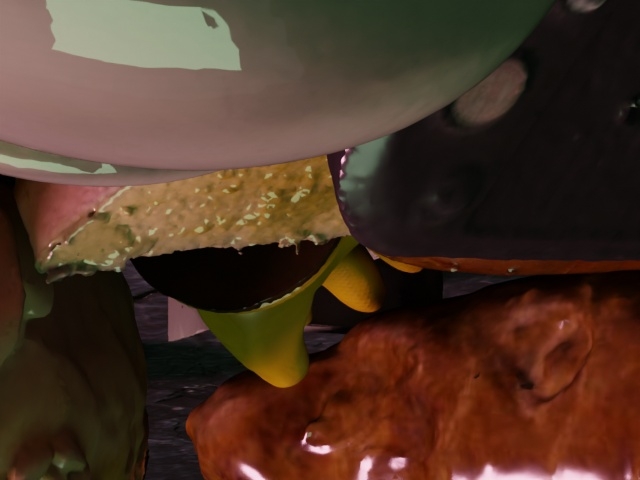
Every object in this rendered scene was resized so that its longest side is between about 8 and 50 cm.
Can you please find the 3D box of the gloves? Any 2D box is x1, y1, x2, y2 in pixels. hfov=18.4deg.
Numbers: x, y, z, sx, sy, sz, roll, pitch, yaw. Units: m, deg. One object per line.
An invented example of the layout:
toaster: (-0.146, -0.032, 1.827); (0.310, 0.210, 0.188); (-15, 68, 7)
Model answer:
gloves: (0.001, -0.001, 1.043); (0.133, 0.116, 0.294); (-21, 165, 12)

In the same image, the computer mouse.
computer mouse: (0.103, -0.077, 0.731); (0.269, 0.100, 0.170); (4, 133, -42)

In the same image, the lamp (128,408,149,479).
lamp: (-0.194, 0.152, 1.509); (0.136, 0.136, 0.136); (-4, 165, -1)

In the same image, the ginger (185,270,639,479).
ginger: (0.143, 0.118, 1.175); (0.418, 0.176, 0.254); (-12, 158, 39)

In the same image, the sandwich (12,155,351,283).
sandwich: (-0.018, -0.062, 0.793); (0.193, 0.058, 0.162); (-8, 144, -22)

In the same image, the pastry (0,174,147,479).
pastry: (-0.267, 0.079, 0.936); (0.409, 0.245, 0.409); (-1, 174, 0)

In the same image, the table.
table: (0.009, 0.027, 1.239); (0.146, 0.062, 0.175); (5, 166, -32)

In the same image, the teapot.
teapot: (0.002, -0.102, 0.466); (0.318, 0.220, 0.149); (1, 146, -27)

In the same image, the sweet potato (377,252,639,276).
sweet potato: (0.192, -0.037, 0.959); (0.359, 0.112, 0.112); (-1, 166, -29)
